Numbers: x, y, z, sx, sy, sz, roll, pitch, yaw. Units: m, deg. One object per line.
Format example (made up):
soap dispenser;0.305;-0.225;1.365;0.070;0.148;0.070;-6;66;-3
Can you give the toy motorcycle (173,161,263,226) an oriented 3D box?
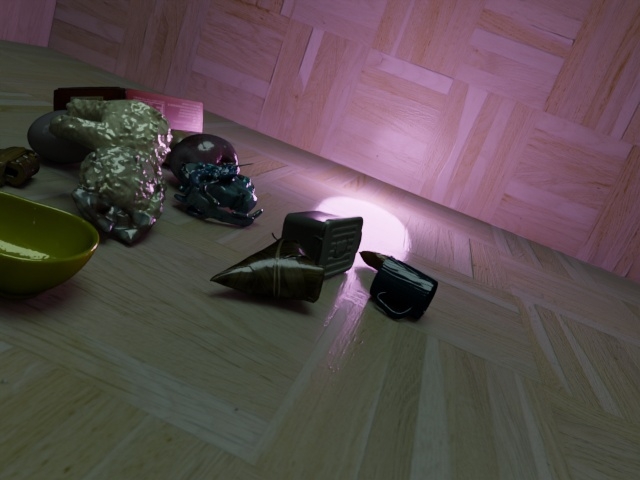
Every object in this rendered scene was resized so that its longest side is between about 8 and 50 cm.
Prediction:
toy motorcycle;-0.282;-0.134;1.585;0.260;0.154;0.206;11;42;-42

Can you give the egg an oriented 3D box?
egg;-0.704;-0.284;1.522;0.146;0.147;0.198;29;24;26

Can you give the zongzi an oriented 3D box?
zongzi;-0.136;0.048;1.234;0.240;0.111;0.248;7;15;-19

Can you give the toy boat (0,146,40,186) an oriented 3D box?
toy boat;-0.724;-0.179;1.319;0.088;0.068;0.226;21;13;-16

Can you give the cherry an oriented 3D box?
cherry;-0.364;-0.241;1.735;0.265;0.184;0.213;7;-5;35

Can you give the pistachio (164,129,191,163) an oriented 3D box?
pistachio;-0.502;-0.320;1.925;0.152;0.126;0.223;-22;30;-15

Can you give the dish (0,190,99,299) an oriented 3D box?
dish;-0.504;0.014;0.885;0.262;0.108;0.221;21;17;-4

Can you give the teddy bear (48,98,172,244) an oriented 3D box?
teddy bear;-0.519;-0.161;1.336;0.375;0.363;0.327;0;-29;37

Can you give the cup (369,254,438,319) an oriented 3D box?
cup;0.203;0.133;1.388;0.138;0.150;0.113;28;-16;20

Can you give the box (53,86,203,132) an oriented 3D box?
box;-0.678;-0.462;1.988;0.344;0.122;0.385;8;9;28

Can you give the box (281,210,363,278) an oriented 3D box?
box;0.000;0.000;1.462;0.135;0.163;0.243;18;15;25

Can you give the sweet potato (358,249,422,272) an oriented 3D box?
sweet potato;0.199;0.072;1.611;0.205;0.060;0.068;19;-12;17
